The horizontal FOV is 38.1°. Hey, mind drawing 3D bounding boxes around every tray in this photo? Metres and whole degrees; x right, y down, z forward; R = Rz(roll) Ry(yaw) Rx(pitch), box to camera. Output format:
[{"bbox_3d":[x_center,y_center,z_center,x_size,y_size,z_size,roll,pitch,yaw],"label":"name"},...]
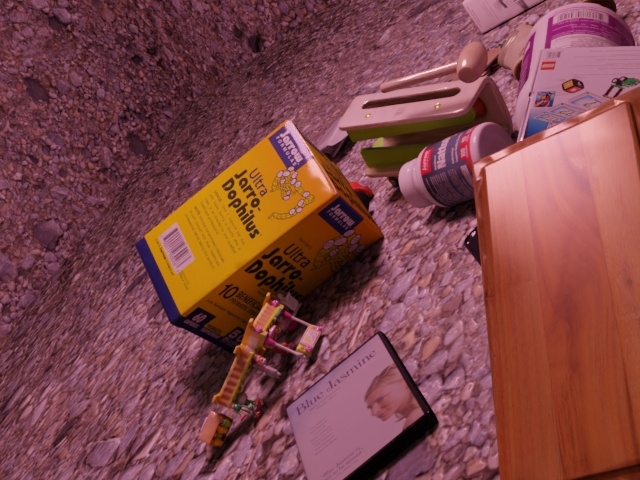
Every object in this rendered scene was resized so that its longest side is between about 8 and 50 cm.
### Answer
[{"bbox_3d":[0.261,0.055,0.891,0.202,0.076,0.411,-24,45,30],"label":"tray"}]

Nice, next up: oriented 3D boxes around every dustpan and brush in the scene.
[{"bbox_3d":[0.057,-0.257,2.167,0.211,0.060,0.147,-58,12,-23],"label":"dustpan and brush"}]

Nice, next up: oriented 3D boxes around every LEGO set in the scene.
[{"bbox_3d":[-0.081,0.199,1.447,0.132,0.107,0.287,107,-172,-53],"label":"LEGO set"}]

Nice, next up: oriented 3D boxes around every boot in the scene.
[{"bbox_3d":[0.426,-0.379,1.700,0.213,0.077,0.165,-40,18,11],"label":"boot"}]

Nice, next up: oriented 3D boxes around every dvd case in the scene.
[{"bbox_3d":[0.045,0.227,1.215,0.180,0.022,0.253,-40,20,3],"label":"dvd case"}]

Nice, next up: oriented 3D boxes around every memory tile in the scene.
[{"bbox_3d":[0.324,-0.357,1.932,0.113,0.012,0.148,-39,19,7],"label":"memory tile"}]

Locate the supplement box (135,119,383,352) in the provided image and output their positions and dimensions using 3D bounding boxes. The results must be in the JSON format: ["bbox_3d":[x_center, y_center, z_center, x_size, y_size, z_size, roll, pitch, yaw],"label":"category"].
[{"bbox_3d":[-0.107,0.000,1.617,0.356,0.194,0.195,-38,56,9],"label":"supplement box"}]

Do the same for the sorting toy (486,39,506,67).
[{"bbox_3d":[0.354,-0.377,1.879,0.083,0.012,0.062,-45,15,-1],"label":"sorting toy"}]

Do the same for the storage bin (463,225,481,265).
[{"bbox_3d":[0.286,-0.008,1.173,0.180,0.084,0.122,-40,20,7],"label":"storage bin"}]

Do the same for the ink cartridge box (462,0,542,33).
[{"bbox_3d":[0.441,-0.575,2.057,0.218,0.092,0.158,-21,28,40],"label":"ink cartridge box"}]

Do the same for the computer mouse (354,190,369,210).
[{"bbox_3d":[0.000,0.000,1.714,0.242,0.071,0.041,-44,45,0],"label":"computer mouse"}]

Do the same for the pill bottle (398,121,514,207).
[{"bbox_3d":[0.216,-0.112,1.483,0.180,0.108,0.108,-20,29,46],"label":"pill bottle"}]

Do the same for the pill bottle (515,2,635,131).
[{"bbox_3d":[0.366,-0.207,1.317,0.169,0.169,0.301,-28,24,32],"label":"pill bottle"}]

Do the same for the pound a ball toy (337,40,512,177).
[{"bbox_3d":[0.184,-0.233,1.579,0.319,0.208,0.136,-3,42,41],"label":"pound a ball toy"}]

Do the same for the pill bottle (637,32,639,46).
[{"bbox_3d":[0.515,-0.303,1.363,0.086,0.086,0.152,-21,28,44],"label":"pill bottle"}]

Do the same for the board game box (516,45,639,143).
[{"bbox_3d":[0.397,-0.152,1.081,0.305,0.053,0.193,4,49,23],"label":"board game box"}]

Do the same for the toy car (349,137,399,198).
[{"bbox_3d":[0.118,-0.150,1.817,0.239,0.053,0.225,-28,24,31],"label":"toy car"}]
